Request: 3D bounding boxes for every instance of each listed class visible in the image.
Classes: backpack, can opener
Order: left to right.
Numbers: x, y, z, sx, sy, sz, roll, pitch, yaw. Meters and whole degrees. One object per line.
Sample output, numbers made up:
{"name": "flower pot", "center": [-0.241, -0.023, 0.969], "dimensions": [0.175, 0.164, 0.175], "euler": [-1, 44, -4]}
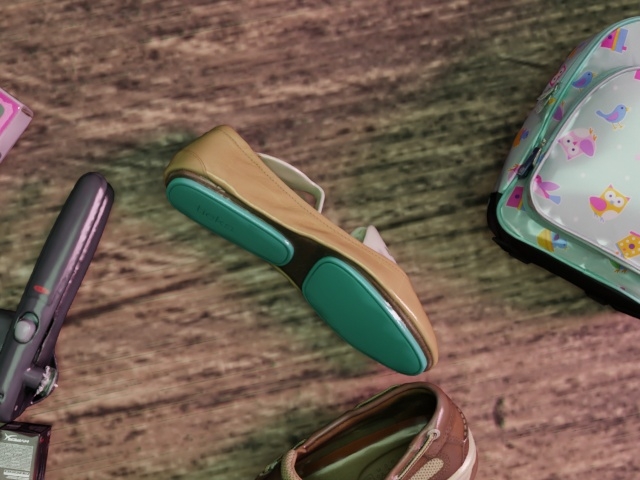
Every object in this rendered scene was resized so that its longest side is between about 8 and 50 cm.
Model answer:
{"name": "can opener", "center": [-0.190, 0.038, 0.933], "dimensions": [0.073, 0.059, 0.186], "euler": [26, 87, -2]}
{"name": "backpack", "center": [0.220, -0.058, 0.928], "dimensions": [0.165, 0.144, 0.188], "euler": [28, 83, 3]}

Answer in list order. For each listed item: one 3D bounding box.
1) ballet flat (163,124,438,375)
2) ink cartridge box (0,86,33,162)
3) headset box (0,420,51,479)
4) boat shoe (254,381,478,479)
{"name": "ballet flat", "center": [0.000, 0.000, 0.945], "dimensions": [0.232, 0.080, 0.073], "euler": [38, 56, -5]}
{"name": "ink cartridge box", "center": [-0.377, 0.006, 0.922], "dimensions": [0.175, 0.069, 0.371], "euler": [36, 88, -2]}
{"name": "headset box", "center": [-0.208, 0.168, 0.926], "dimensions": [0.032, 0.062, 0.083], "euler": [7, 87, -3]}
{"name": "boat shoe", "center": [-0.016, 0.176, 0.912], "dimensions": [0.257, 0.095, 0.095], "euler": [-34, 50, -12]}
